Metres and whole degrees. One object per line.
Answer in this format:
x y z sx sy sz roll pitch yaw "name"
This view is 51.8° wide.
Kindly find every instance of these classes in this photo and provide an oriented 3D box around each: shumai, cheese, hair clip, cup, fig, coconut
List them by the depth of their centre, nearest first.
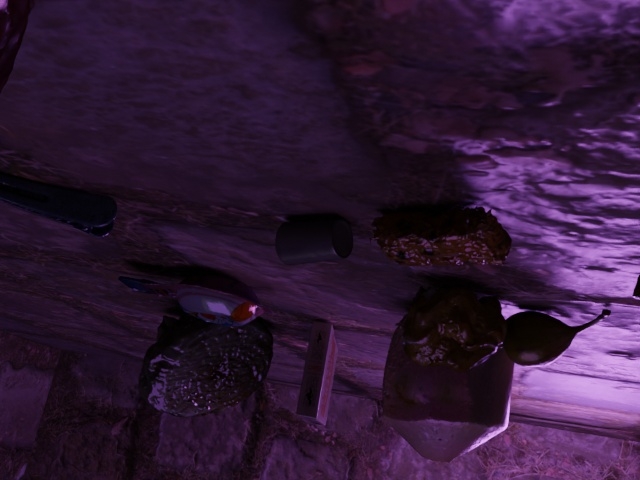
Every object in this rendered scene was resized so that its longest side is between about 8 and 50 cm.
-0.001 0.005 0.805 0.083 0.054 0.075 -5 156 35 "cup"
-0.401 -0.065 0.842 0.275 0.048 0.083 17 166 -16 "hair clip"
0.346 0.148 0.984 0.093 0.093 0.166 23 162 -33 "fig"
0.208 0.246 1.114 0.233 0.245 0.233 11 162 3 "coconut"
-0.227 0.102 1.213 0.286 0.074 0.189 10 161 7 "cheese"
-0.293 0.247 1.605 0.309 0.304 0.263 21 -166 -35 "shumai"

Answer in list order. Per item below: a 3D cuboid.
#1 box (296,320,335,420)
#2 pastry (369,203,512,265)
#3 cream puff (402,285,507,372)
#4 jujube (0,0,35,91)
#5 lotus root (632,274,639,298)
-0.002 0.322 1.546 0.051 0.205 0.365 9 163 7 "box"
0.127 -0.001 0.706 0.140 0.056 0.080 -3 147 43 "pastry"
0.197 0.130 0.963 0.156 0.121 0.156 10 163 3 "cream puff"
-0.255 -0.130 0.350 0.255 0.190 0.190 -13 151 38 "jujube"
0.405 0.046 0.679 0.150 0.062 0.073 1 137 25 "lotus root"
